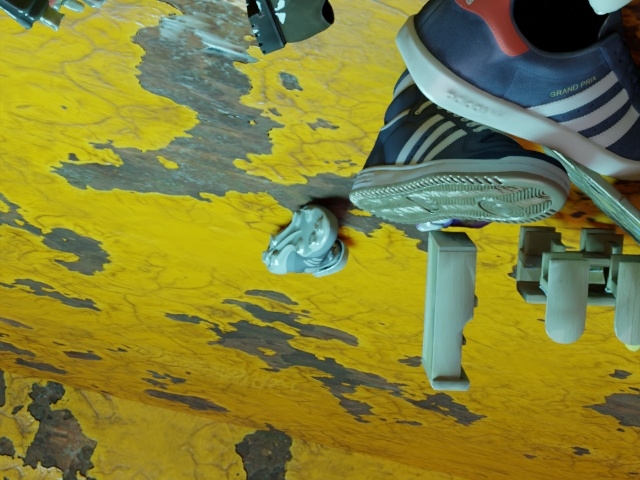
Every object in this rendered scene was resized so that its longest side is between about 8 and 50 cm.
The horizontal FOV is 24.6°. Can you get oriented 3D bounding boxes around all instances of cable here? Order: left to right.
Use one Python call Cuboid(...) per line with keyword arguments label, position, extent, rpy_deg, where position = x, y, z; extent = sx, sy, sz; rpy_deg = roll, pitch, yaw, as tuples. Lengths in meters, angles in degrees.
Cuboid(label="cable", position=(-0.340, -0.286, 1.386), extent=(0.287, 0.072, 0.139), rpy_deg=(33, 170, -19))

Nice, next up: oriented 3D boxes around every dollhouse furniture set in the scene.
Cuboid(label="dollhouse furniture set", position=(0.243, 0.080, 1.656), extent=(0.242, 0.161, 0.212), rpy_deg=(2, -170, -2))

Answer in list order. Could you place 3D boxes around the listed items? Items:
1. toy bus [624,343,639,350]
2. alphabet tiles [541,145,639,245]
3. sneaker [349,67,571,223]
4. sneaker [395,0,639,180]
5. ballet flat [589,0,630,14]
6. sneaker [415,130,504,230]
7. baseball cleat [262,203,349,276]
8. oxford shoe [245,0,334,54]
Cuboid(label="toy bus", position=(0.460, 0.046, 1.669), extent=(0.220, 0.149, 0.211), rpy_deg=(7, 146, 19))
Cuboid(label="alphabet tiles", position=(0.329, -0.002, 1.465), extent=(0.285, 0.011, 0.342), rpy_deg=(44, -174, 14))
Cuboid(label="sneaker", position=(0.142, -0.101, 1.394), extent=(0.099, 0.153, 0.282), rpy_deg=(30, 163, -30))
Cuboid(label="sneaker", position=(0.237, -0.159, 1.283), extent=(0.350, 0.131, 0.148), rpy_deg=(11, 131, -40))
Cuboid(label="ballet flat", position=(0.174, -0.236, 1.091), extent=(0.342, 0.124, 0.116), rpy_deg=(9, 162, 7))
Cuboid(label="sneaker", position=(0.178, -0.065, 1.596), extent=(0.104, 0.095, 0.236), rpy_deg=(10, 166, -8))
Cuboid(label="baseball cleat", position=(0.000, 0.000, 1.910), extent=(0.109, 0.072, 0.206), rpy_deg=(5, 168, -23))
Cuboid(label="oxford shoe", position=(-0.032, -0.253, 1.256), extent=(0.096, 0.083, 0.227), rpy_deg=(-14, 154, 4))
